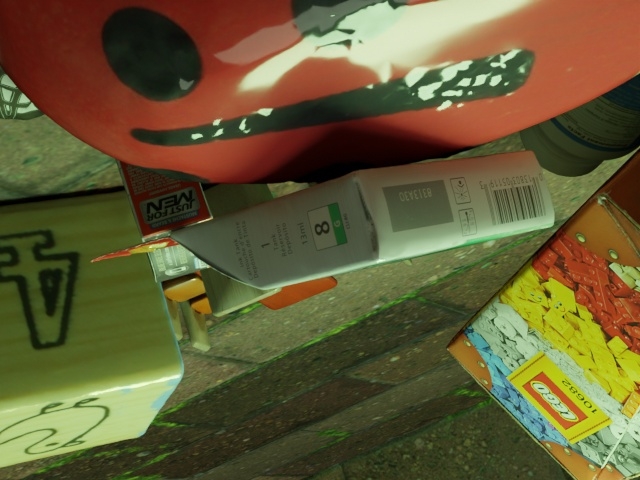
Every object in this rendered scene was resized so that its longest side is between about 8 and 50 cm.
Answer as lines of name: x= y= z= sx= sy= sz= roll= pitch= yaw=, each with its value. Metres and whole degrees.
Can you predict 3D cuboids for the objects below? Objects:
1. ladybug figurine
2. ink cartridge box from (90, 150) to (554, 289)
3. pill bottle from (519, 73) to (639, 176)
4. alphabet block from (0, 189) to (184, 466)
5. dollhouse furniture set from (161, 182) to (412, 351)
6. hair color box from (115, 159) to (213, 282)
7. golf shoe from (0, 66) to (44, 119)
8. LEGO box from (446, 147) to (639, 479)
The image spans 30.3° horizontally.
ladybug figurine: x=0.029 y=-0.142 z=0.629 sx=0.449 sy=0.162 sz=0.305 roll=-14 pitch=154 yaw=-7
ink cartridge box: x=0.000 y=0.000 z=0.718 sx=0.224 sy=0.056 sz=0.181 roll=-18 pitch=175 yaw=40
pill bottle: x=0.259 y=-0.147 z=1.047 sx=0.124 sy=0.124 sz=0.221 roll=-12 pitch=160 yaw=-19
alphabet block: x=-0.260 y=0.086 z=1.086 sx=0.197 sy=0.193 sz=0.192 roll=-9 pitch=156 yaw=-25
dollhouse furniture set: x=-0.053 y=0.029 z=1.206 sx=0.262 sy=0.135 sz=0.259 roll=-23 pitch=160 yaw=11
hair color box: x=-0.122 y=-0.065 z=0.850 sx=0.053 sy=0.167 sz=0.093 roll=-16 pitch=160 yaw=-8
golf shoe: x=-0.215 y=-0.119 z=0.753 sx=0.094 sy=0.077 sz=0.198 roll=-14 pitch=163 yaw=0
LEGO box: x=0.381 y=-0.054 z=0.984 sx=0.500 sy=0.193 sz=0.372 roll=-41 pitch=171 yaw=-21
